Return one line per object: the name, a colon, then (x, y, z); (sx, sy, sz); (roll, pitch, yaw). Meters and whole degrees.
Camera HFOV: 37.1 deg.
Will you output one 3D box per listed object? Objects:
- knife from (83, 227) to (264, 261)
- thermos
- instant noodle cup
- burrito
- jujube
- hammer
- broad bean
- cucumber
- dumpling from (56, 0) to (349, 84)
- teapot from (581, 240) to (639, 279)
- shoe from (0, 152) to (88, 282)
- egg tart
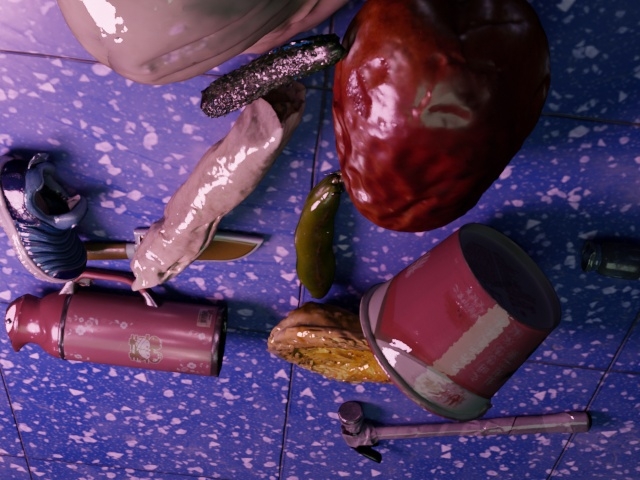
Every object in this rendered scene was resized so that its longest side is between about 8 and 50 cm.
knife: (-0.249, 0.010, 1.363); (0.343, 0.027, 0.061); (0, 133, 6)
thermos: (-0.310, 0.126, 1.435); (0.330, 0.109, 0.136); (6, 138, 0)
instant noodle cup: (0.196, 0.099, 1.282); (0.235, 0.234, 0.178); (28, 123, -23)
burrito: (-0.135, -0.062, 1.206); (0.076, 0.117, 0.392); (34, 132, -12)
jujube: (0.119, -0.141, 1.038); (0.223, 0.223, 0.318); (9, 145, -3)
hammer: (0.247, 0.320, 1.640); (0.427, 0.044, 0.152); (-6, 137, 12)
broad bean: (-0.004, 0.000, 1.311); (0.065, 0.046, 0.254); (-3, 138, -10)
cucumber: (-0.059, -0.182, 1.043); (0.044, 0.043, 0.257); (29, 157, -31)
dumpling: (-0.096, -0.256, 0.916); (0.316, 0.233, 0.395); (2, 162, -6)
teapot: (0.398, 0.023, 1.300); (0.083, 0.063, 0.049); (9, 106, 0)
shoe: (-0.364, -0.029, 1.282); (0.106, 0.091, 0.207); (-6, 131, 16)
egg tart: (0.046, 0.145, 1.403); (0.252, 0.098, 0.232); (8, 161, 8)
